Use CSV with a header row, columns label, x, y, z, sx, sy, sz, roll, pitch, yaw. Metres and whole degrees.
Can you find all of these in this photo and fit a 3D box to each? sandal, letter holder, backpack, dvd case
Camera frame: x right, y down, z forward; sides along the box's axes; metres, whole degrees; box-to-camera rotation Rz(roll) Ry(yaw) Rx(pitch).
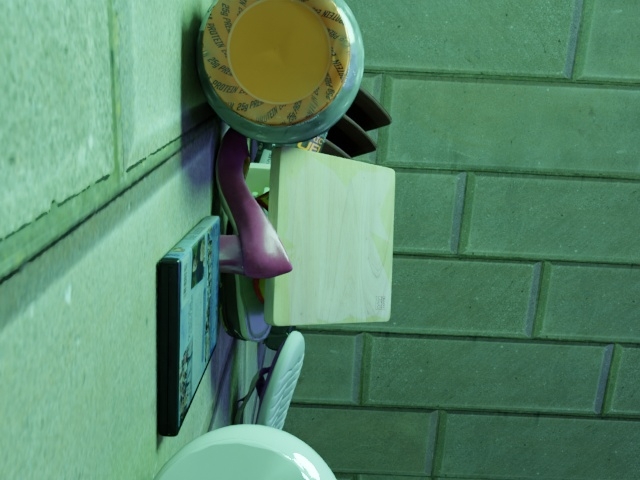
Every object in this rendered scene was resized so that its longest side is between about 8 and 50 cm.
label,x,y,z,sx,sy,sz,roll,pitch,yaw
sandal,-0.133,0.367,1.326,0.169,0.102,0.416,-48,156,-67
letter holder,0.026,-0.279,1.597,0.302,0.215,0.151,29,57,-47
backpack,-0.121,0.243,1.883,0.182,0.115,0.151,133,-29,-87
dvd case,-0.144,0.080,0.731,0.253,0.022,0.180,-92,-174,-79

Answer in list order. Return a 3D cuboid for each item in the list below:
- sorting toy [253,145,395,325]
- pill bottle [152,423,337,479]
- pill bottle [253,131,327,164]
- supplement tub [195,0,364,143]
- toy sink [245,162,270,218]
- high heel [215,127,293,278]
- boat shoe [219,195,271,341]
label,x,y,z,sx,sy,sz,roll,pitch,yaw
sorting toy,0.000,0.000,1.024,0.089,0.256,0.256,0,-94,46
pill bottle,-0.069,0.281,0.618,0.334,0.188,0.187,93,-1,-67
pill bottle,-0.055,-0.224,1.368,0.130,0.131,0.245,-98,-153,-86
supplement tub,-0.046,-0.217,0.808,0.316,0.194,0.193,-91,-177,-82
toy sink,-0.081,-0.004,1.158,0.131,0.153,0.234,-88,-178,-52
high heel,-0.092,-0.061,0.913,0.082,0.117,0.244,92,0,-59
boat shoe,-0.125,0.044,1.009,0.081,0.069,0.227,-3,92,-51
